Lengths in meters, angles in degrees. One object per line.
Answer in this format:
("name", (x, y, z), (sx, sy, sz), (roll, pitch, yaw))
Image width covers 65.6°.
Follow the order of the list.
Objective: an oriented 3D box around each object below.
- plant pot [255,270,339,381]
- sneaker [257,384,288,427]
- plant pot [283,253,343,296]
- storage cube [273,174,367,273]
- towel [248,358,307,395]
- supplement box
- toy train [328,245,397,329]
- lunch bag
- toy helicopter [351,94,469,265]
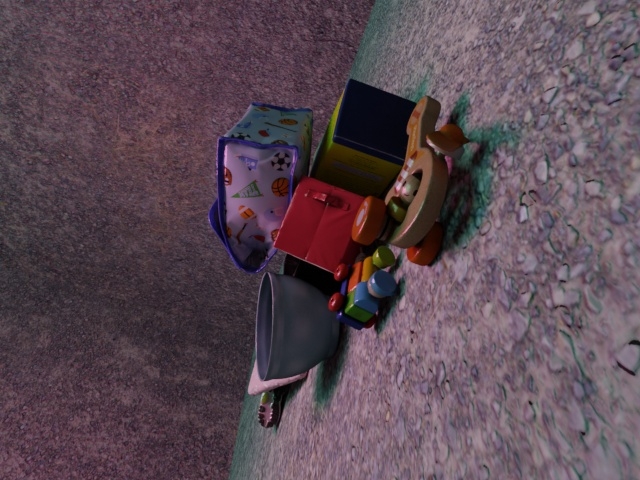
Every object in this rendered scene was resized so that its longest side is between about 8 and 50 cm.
("plant pot", (-0.062, 0.235, 1.367), (0.293, 0.196, 0.293), (-177, 90, -75))
("sneaker", (-0.180, 0.575, 1.917), (0.118, 0.107, 0.279), (100, -172, -79))
("plant pot", (-0.013, 0.079, 1.533), (0.188, 0.166, 0.188), (-93, 20, -48))
("storage cube", (0.024, -0.030, 1.256), (0.193, 0.183, 0.215), (-68, -18, 0))
("towel", (-0.130, 0.383, 1.798), (0.331, 0.053, 0.317), (-35, 32, 44))
("supplement box", (0.097, -0.234, 1.381), (0.356, 0.195, 0.194), (125, 161, -63))
("toy train", (0.108, 0.059, 1.082), (0.143, 0.105, 0.248), (-48, 19, 41))
("lunch bag", (-0.157, -0.146, 1.374), (0.328, 0.238, 0.386), (-74, -9, -57))
("toy helicopter", (0.179, -0.147, 0.875), (0.235, 0.140, 0.355), (120, 167, -50))
